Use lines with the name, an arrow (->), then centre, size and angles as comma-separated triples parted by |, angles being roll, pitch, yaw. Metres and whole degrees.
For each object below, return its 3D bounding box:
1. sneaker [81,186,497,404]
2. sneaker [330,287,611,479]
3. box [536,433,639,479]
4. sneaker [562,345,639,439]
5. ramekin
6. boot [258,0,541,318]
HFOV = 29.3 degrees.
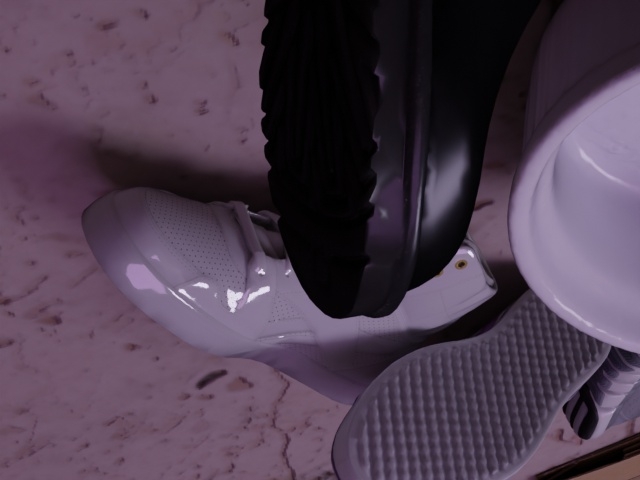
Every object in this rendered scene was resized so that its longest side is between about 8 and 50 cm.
sneaker -> 0.000, 0.000, 0.770 | 0.169, 0.108, 0.292 | -38, 145, 18
sneaker -> 0.086, 0.135, 0.870 | 0.282, 0.102, 0.161 | -22, 164, -45
box -> 0.309, 0.254, 1.207 | 0.164, 0.021, 0.201 | -23, 139, 5
sneaker -> 0.275, 0.070, 0.962 | 0.132, 0.086, 0.229 | -11, 148, -16
ramekin -> 0.249, -0.058, 0.716 | 0.277, 0.135, 0.277 | 4, 140, 4
boot -> 0.120, -0.132, 0.549 | 0.260, 0.131, 0.348 | 3, 100, -21
